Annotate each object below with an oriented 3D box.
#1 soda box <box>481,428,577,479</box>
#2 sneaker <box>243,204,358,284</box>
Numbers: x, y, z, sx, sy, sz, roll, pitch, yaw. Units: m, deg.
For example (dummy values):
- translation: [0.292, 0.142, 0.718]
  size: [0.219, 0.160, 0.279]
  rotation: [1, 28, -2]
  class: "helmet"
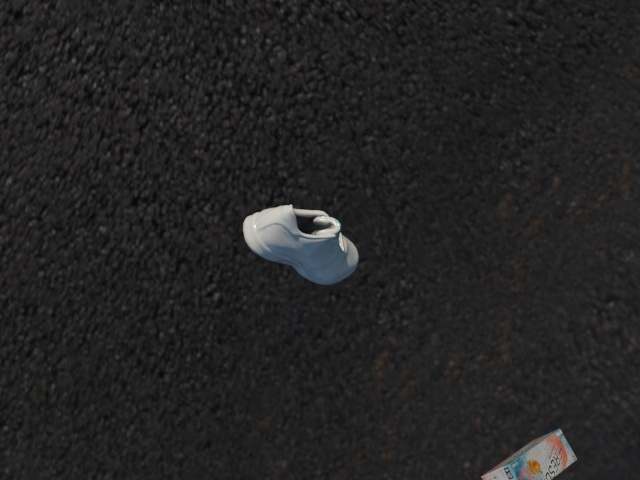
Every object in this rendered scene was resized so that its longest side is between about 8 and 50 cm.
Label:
- translation: [0.328, 0.355, 1.619]
  size: [0.063, 0.183, 0.058]
  rotation: [-35, 78, 37]
  class: "soda box"
- translation: [0.000, 0.000, 1.373]
  size: [0.094, 0.080, 0.212]
  rotation: [-29, 152, 30]
  class: "sneaker"
